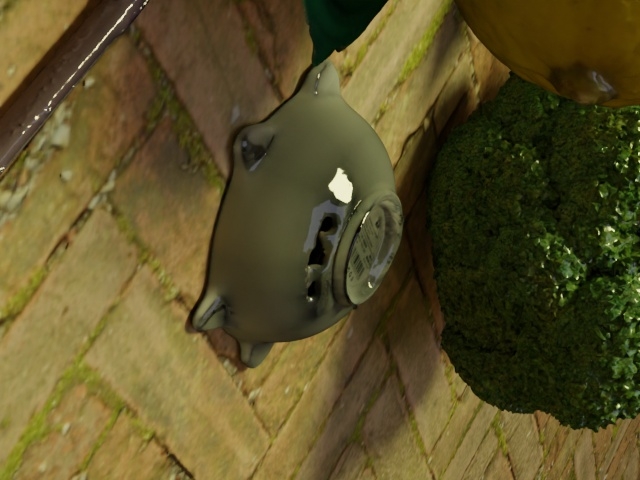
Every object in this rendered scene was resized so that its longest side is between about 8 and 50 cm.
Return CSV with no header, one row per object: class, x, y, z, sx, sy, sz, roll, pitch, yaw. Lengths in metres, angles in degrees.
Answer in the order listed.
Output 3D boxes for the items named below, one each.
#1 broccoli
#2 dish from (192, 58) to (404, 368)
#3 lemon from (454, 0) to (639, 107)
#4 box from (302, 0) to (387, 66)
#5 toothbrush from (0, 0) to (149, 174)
broccoli,0.244,-0.005,1.318,0.310,0.321,0.413,41,44,-37
dish,0.000,0.000,1.054,0.228,0.086,0.236,-43,144,-45
lemon,0.194,-0.215,0.848,0.267,0.267,0.267,-46,147,-42
box,0.004,-0.303,0.802,0.264,0.106,0.336,-55,153,-29
toothbrush,-0.194,-0.018,0.708,0.354,0.024,0.029,-56,144,-27
